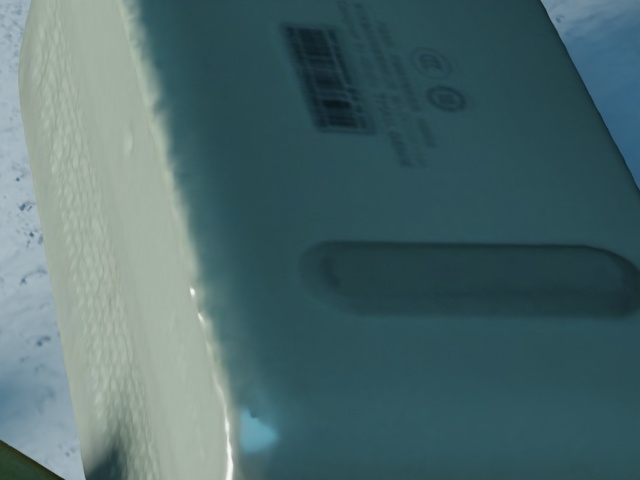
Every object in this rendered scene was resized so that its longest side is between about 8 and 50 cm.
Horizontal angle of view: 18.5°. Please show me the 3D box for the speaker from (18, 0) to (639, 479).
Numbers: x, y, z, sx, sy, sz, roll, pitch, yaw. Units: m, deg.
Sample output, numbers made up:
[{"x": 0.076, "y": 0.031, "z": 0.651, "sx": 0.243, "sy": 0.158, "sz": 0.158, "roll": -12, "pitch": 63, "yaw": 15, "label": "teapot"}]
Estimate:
[{"x": 0.000, "y": 0.000, "z": 0.786, "sx": 0.184, "sy": 0.183, "sz": 0.406, "roll": 4, "pitch": 41, "yaw": -21, "label": "speaker"}]

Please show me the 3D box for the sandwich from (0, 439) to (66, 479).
[{"x": -0.082, "y": 0.139, "z": 0.742, "sx": 0.113, "sy": 0.163, "sz": 0.079, "roll": 1, "pitch": 50, "yaw": 18, "label": "sandwich"}]
